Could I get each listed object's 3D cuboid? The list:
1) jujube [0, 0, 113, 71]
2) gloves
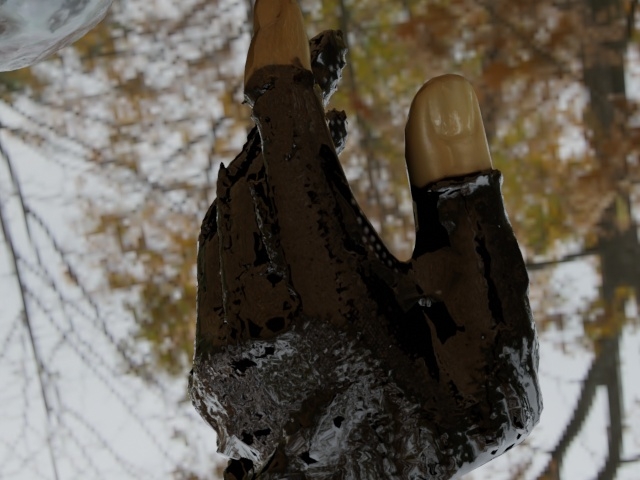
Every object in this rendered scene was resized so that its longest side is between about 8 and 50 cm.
[{"bbox_3d":[-0.240,-0.222,0.875,0.308,0.246,0.215,27,-118,6],"label":"jujube"},{"bbox_3d":[-0.003,0.001,0.547,0.106,0.180,0.129,-22,180,-26],"label":"gloves"}]
